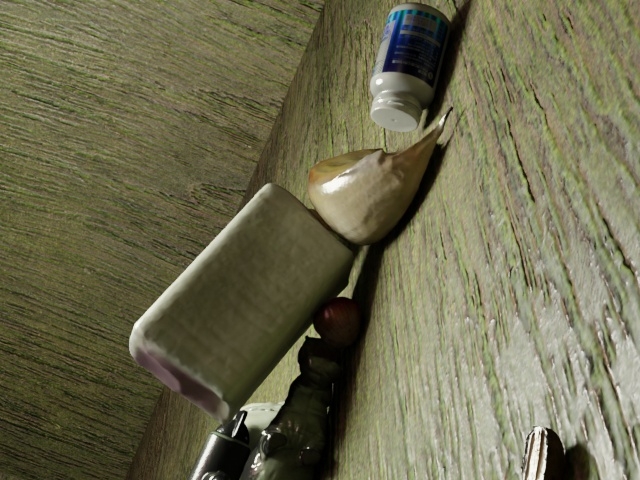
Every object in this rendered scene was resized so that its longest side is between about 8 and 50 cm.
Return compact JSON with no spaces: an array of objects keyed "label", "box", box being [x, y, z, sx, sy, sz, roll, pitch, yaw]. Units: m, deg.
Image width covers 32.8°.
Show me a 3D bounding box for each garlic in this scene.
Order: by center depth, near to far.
[{"label":"garlic","box":[0.080,-0.103,1.700,0.196,0.151,0.338,-59,10,-14]}]

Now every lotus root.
[{"label":"lotus root","box":[0.191,0.198,0.918,0.037,0.030,0.083,-37,36,59]}]

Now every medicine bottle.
[{"label":"medicine bottle","box":[0.141,-0.277,1.751,0.107,0.107,0.192,139,149,-68]}]

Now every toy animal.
[{"label":"toy animal","box":[-0.040,0.301,1.664,0.168,0.106,0.343,121,172,-74]}]

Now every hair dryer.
[{"label":"hair dryer","box":[-0.146,0.344,1.638,0.248,0.077,0.196,137,157,-75]}]

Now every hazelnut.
[{"label":"hazelnut","box":[0.029,0.129,1.701,0.086,0.086,0.086,-161,90,-79]}]

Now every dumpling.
[{"label":"dumpling","box":[-0.100,0.328,1.838,0.228,0.124,0.151,-26,31,27]}]

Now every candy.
[{"label":"candy","box":[-0.119,0.094,1.727,0.359,0.208,0.145,-48,-12,-25]}]

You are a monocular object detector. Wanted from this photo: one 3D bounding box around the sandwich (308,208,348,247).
[{"label":"sandwich","box":[0.000,0.000,1.999,0.258,0.096,0.094,-123,47,-74]}]
